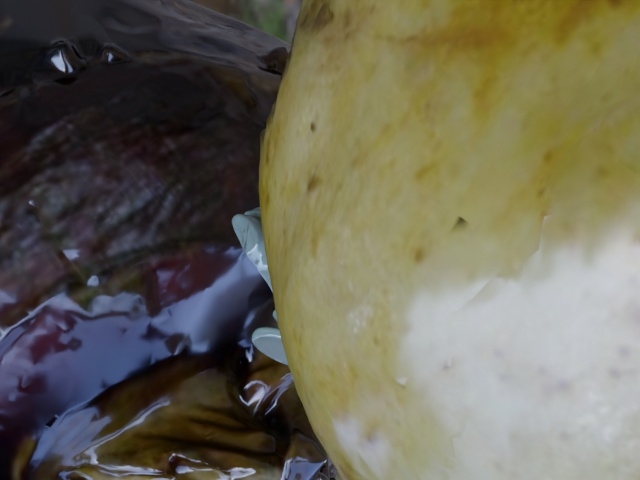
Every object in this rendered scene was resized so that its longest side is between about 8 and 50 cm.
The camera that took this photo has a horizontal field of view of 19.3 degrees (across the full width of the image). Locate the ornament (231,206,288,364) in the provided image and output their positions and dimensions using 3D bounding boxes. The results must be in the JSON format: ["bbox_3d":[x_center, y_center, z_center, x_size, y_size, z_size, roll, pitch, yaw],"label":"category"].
[{"bbox_3d":[-0.002,0.003,0.717,0.041,0.092,0.068,-3,177,44],"label":"ornament"}]

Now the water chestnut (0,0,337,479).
[{"bbox_3d":[-0.090,0.052,0.934,0.335,0.347,0.335,-29,146,-22],"label":"water chestnut"}]

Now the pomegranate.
[{"bbox_3d":[0.110,-0.003,0.476,0.260,0.260,0.260,2,155,1],"label":"pomegranate"}]
